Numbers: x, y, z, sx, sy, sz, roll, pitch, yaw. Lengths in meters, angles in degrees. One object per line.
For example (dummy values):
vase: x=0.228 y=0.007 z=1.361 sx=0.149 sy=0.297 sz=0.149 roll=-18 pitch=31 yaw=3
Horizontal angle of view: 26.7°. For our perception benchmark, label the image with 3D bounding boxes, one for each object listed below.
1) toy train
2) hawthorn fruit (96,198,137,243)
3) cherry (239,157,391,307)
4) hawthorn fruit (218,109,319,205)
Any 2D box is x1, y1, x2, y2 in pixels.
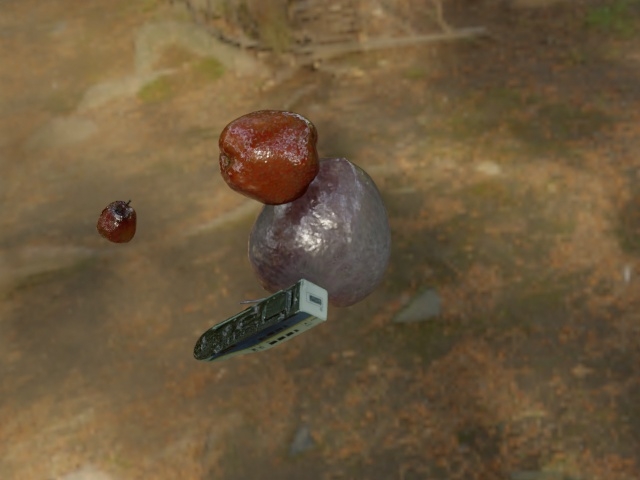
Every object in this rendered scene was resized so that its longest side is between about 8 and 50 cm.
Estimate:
toy train: x=-0.085 y=0.119 z=1.811 sx=0.234 sy=0.051 sz=0.052 roll=-30 pitch=46 yaw=41
hawthorn fruit: x=-0.361 y=-0.032 z=2.397 sx=0.077 sy=0.077 sz=0.077 roll=-5 pitch=27 yaw=3
cherry: x=0.000 y=0.000 z=2.000 sx=0.213 sy=0.266 sz=0.183 roll=10 pitch=22 yaw=-31
hawthorn fruit: x=-0.074 y=-0.113 z=1.827 sx=0.138 sy=0.132 sz=0.133 roll=3 pitch=22 yaw=-24
